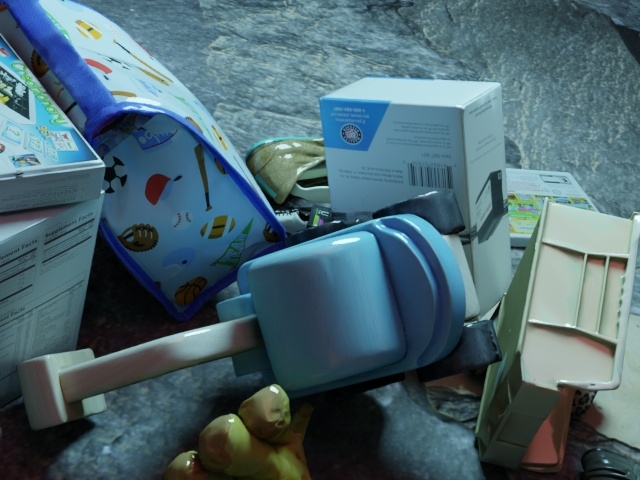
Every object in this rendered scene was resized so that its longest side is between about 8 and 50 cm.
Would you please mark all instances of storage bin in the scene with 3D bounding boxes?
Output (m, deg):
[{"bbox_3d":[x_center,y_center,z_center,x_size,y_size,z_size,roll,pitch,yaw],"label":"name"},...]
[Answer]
[{"bbox_3d":[0.291,0.126,1.547,0.123,0.262,0.260,14,59,3],"label":"storage bin"}]

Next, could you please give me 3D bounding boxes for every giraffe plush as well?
[{"bbox_3d":[-0.044,0.284,1.365,0.170,0.181,0.210,50,10,25],"label":"giraffe plush"}]

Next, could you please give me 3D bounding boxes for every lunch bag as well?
[{"bbox_3d":[-0.261,-0.126,1.619,0.239,0.385,0.328,-38,52,-4],"label":"lunch bag"}]

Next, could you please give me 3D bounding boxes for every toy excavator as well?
[{"bbox_3d":[-0.069,0.102,1.457,0.445,0.433,0.222,-6,80,-55],"label":"toy excavator"}]

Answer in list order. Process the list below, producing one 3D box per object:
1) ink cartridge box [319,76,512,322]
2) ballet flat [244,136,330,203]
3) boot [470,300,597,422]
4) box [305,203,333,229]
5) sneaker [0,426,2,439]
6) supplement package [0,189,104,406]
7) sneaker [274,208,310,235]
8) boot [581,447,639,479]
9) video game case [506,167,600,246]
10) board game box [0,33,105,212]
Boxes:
[{"bbox_3d":[0.136,-0.061,1.723,0.223,0.307,0.129,7,25,33],"label":"ink cartridge box"},{"bbox_3d":[0.038,-0.123,2.011,0.342,0.116,0.124,-15,65,-38],"label":"ballet flat"},{"bbox_3d":[0.326,0.146,1.763,0.179,0.085,0.236,28,42,12],"label":"boot"},{"bbox_3d":[0.000,0.000,1.825,0.052,0.083,0.062,15,34,-3],"label":"box"},{"bbox_3d":[-0.497,0.201,1.301,0.293,0.102,0.146,16,34,-2],"label":"sneaker"},{"bbox_3d":[-0.403,0.035,1.434,0.199,0.262,0.198,32,36,21],"label":"supplement package"},{"bbox_3d":[-0.054,-0.033,1.885,0.109,0.043,0.040,11,36,-6],"label":"sneaker"},{"bbox_3d":[0.430,0.345,1.533,0.247,0.083,0.161,27,29,11],"label":"boot"},{"bbox_3d":[0.370,-0.056,2.123,0.227,0.026,0.206,3,36,-22],"label":"video game case"},{"bbox_3d":[-0.396,-0.138,1.399,0.193,0.053,0.305,-10,42,-34],"label":"board game box"}]
